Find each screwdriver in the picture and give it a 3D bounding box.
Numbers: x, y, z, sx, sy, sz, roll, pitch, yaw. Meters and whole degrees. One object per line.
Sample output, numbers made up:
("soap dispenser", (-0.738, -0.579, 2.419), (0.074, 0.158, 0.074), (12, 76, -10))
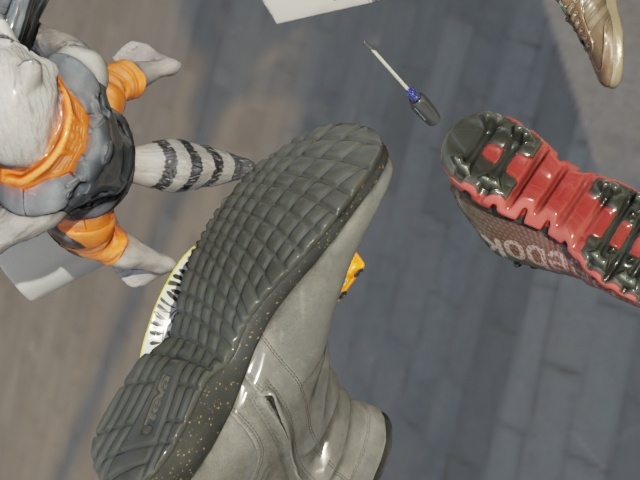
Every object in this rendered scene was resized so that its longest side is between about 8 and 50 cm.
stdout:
("screwdriver", (0.095, -0.183, 2.038), (0.024, 0.170, 0.025), (-47, 49, 0))

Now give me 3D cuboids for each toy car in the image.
("toy car", (0.000, 0.000, 1.785), (0.060, 0.040, 0.122), (-37, 64, 33))

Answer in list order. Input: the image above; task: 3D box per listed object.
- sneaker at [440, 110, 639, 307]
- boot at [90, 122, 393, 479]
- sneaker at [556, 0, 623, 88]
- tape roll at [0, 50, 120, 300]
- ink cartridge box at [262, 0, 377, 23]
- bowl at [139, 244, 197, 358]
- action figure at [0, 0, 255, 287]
("sneaker", (0.234, -0.013, 1.669), (0.097, 0.276, 0.135), (-52, -14, -19))
("boot", (-0.014, 0.093, 1.356), (0.118, 0.223, 0.338), (28, 81, 50))
("sneaker", (0.314, -0.268, 2.066), (0.066, 0.071, 0.188), (78, -173, -79))
("tape roll", (-0.279, -0.091, 1.568), (0.286, 0.100, 0.286), (62, 178, 4))
("ink cartridge box", (0.059, -0.352, 1.756), (0.115, 0.273, 0.198), (56, -152, -57))
("bowl", (-0.081, 0.092, 1.468), (0.170, 0.080, 0.170), (17, -90, -73))
("action figure", (-0.172, -0.113, 1.298), (0.330, 0.178, 0.341), (6, -83, -74))
